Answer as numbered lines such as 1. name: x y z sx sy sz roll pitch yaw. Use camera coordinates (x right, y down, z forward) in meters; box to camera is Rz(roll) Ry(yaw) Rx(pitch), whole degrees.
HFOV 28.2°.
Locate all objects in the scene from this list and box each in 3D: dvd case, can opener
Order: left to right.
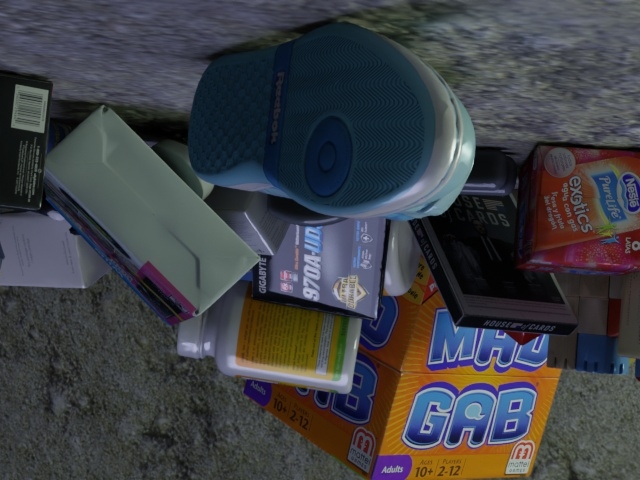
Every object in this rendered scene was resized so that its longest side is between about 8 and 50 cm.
1. can opener: 0.078 -0.063 1.426 0.280 0.093 0.074 -2 174 23
2. dvd case: 0.195 0.010 1.542 0.179 0.239 0.029 6 136 -33

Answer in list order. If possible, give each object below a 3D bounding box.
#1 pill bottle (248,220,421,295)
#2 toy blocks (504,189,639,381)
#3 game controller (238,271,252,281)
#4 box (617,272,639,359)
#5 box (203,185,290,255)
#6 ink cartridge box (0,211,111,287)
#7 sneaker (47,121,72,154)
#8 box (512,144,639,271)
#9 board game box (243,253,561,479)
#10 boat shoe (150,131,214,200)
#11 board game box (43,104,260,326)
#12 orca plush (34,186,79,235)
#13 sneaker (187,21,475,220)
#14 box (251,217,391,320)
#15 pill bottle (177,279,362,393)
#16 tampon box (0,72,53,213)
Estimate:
1. pill bottle: -0.007 -0.010 1.803 0.278 0.162 0.162 4 177 19
2. toy blocks: 0.372 0.064 1.674 0.190 0.261 0.381 7 177 -37
3. game controller: -0.133 0.068 2.107 0.067 0.166 0.319 -1 163 -31
4. box: 0.409 0.027 1.368 0.117 0.213 0.243 5 176 1
5. box: -0.092 -0.048 1.508 0.102 0.101 0.087 4 144 32
6. ink cartridge box: -0.463 -0.020 1.934 0.353 0.119 0.207 1 -159 23
7. sneaker: -0.348 -0.112 1.438 0.144 0.053 0.059 -8 172 33
8. box: 0.284 -0.026 1.393 0.128 0.123 0.257 3 177 4
9. board game box: 0.150 0.156 2.087 0.356 0.356 0.356 7 -168 -39
10. boat shoe: -0.147 -0.090 1.414 0.070 0.078 0.219 -36 -166 -14
11. board game box: -0.196 -0.016 1.406 0.224 0.097 0.303 46 169 -4
12. orca plush: -0.330 -0.097 1.709 0.287 0.102 0.151 15 -131 38
13. sneaker: 0.058 -0.073 0.903 0.208 0.127 0.319 9 -175 -30
14. box: 0.000 0.000 1.651 0.175 0.051 0.220 10 134 7
15. pill bottle: -0.069 0.129 1.773 0.245 0.136 0.136 9 177 2
16. tampon box: -0.326 -0.088 1.168 0.101 0.120 0.161 7 176 -33
